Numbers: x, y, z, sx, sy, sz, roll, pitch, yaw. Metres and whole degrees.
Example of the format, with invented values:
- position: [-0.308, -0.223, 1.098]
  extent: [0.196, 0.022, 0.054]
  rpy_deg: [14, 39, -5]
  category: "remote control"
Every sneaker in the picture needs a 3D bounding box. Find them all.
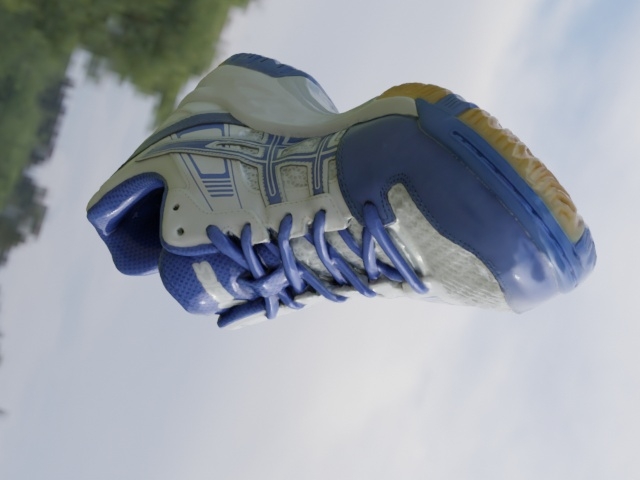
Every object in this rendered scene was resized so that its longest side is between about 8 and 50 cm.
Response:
- position: [0.000, 0.000, 0.829]
  extent: [0.131, 0.112, 0.296]
  rpy_deg: [-42, -153, -19]
  category: "sneaker"
